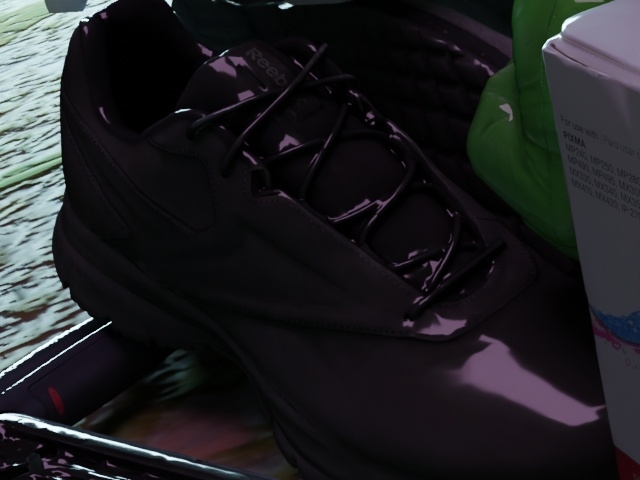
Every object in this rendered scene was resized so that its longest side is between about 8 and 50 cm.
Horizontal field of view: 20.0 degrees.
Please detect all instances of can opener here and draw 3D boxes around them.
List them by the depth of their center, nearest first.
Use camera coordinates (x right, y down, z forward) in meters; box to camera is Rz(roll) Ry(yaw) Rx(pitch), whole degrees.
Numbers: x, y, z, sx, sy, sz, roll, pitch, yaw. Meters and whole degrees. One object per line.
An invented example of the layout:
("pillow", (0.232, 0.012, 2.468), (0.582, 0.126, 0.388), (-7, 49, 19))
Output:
("can opener", (-0.117, 0.062, 0.686), (0.059, 0.073, 0.186), (0, 19, 44))

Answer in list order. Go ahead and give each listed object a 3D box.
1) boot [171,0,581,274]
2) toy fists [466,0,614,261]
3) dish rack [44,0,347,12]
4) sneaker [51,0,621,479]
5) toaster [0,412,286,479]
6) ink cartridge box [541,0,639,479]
("boot", (0.090, -0.102, 0.845), (0.222, 0.118, 0.338), (-23, 29, -21))
("toy fists", (0.145, -0.062, 0.639), (0.096, 0.142, 0.279), (5, 12, 33))
("dish rack", (0.001, -0.169, 0.855), (0.285, 0.072, 0.333), (-26, 20, -34))
("sneaker", (0.000, 0.000, 0.637), (0.286, 0.130, 0.109), (25, 45, 33))
("toaster", (-0.070, 0.133, 0.441), (0.185, 0.110, 0.168), (10, 33, 29))
("ink cartridge box", (0.146, 0.008, 0.520), (0.127, 0.175, 0.072), (-23, 27, -17))
